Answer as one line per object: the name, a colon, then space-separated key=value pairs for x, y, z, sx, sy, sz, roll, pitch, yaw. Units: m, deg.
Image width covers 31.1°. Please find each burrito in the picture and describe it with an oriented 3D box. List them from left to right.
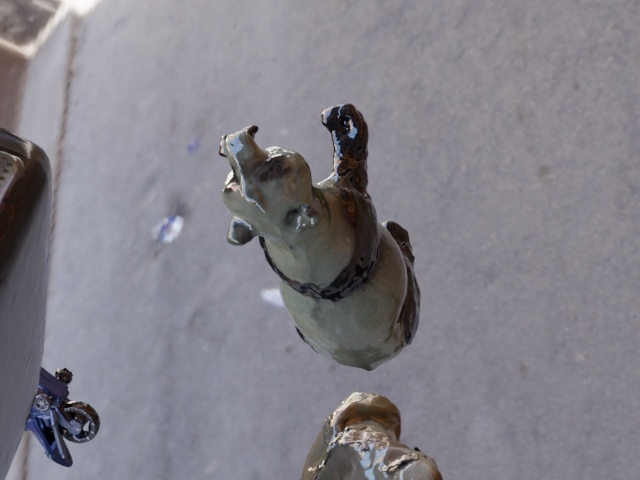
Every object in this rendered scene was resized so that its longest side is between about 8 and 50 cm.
burrito: x=0.019 y=0.286 z=0.913 sx=0.175 sy=0.107 sz=0.347 roll=-96 pitch=17 yaw=-64

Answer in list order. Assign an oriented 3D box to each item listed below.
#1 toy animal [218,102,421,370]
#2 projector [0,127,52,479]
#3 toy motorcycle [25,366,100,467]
toy animal: x=0.000 y=0.000 z=0.712 sx=0.094 sy=0.225 sz=0.121 roll=-13 pitch=56 yaw=9
projector: x=-0.382 y=0.145 z=0.895 sx=0.395 sy=0.242 sz=0.405 roll=108 pitch=177 yaw=-51
toy motorcycle: x=-0.401 y=0.222 z=1.580 sx=0.114 sy=0.205 sz=0.076 roll=-48 pitch=7 yaw=27
